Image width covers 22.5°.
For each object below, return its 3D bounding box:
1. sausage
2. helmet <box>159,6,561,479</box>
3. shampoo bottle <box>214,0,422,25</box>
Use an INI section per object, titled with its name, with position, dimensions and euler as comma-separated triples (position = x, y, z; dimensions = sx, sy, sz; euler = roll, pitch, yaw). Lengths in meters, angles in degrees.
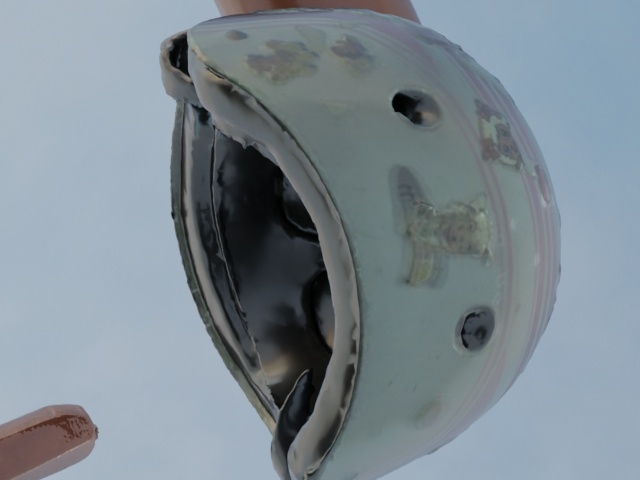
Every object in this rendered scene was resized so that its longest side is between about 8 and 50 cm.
[sausage]
position = -0.164, 0.109, 0.742
dimensions = 0.147, 0.030, 0.035
euler = -24, -87, -38
[helmet]
position = 0.016, -0.004, 0.513
dimensions = 0.107, 0.177, 0.153
euler = -17, -86, -11
[shampoo bottle]
position = 0.014, -0.067, 0.713
dimensions = 0.085, 0.085, 0.244
euler = -24, -89, 7
